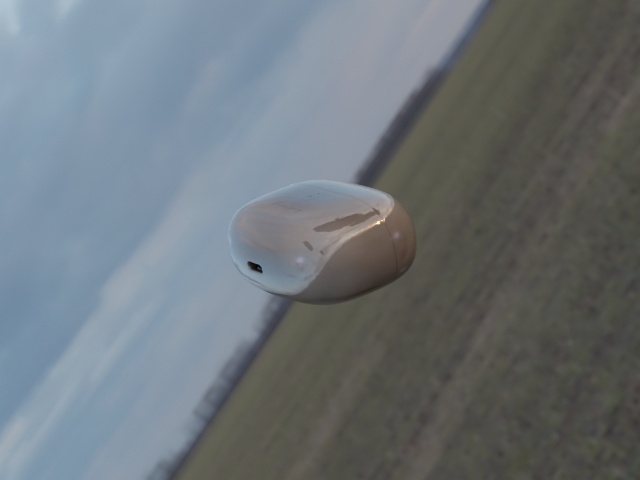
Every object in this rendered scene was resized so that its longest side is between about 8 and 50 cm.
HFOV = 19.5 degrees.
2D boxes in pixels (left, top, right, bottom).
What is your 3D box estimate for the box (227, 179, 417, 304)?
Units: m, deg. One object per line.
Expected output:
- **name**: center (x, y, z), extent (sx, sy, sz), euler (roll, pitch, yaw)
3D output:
- **box**: center (0.000, 0.000, 1.730), extent (0.146, 0.088, 0.200), euler (-24, 21, -26)
